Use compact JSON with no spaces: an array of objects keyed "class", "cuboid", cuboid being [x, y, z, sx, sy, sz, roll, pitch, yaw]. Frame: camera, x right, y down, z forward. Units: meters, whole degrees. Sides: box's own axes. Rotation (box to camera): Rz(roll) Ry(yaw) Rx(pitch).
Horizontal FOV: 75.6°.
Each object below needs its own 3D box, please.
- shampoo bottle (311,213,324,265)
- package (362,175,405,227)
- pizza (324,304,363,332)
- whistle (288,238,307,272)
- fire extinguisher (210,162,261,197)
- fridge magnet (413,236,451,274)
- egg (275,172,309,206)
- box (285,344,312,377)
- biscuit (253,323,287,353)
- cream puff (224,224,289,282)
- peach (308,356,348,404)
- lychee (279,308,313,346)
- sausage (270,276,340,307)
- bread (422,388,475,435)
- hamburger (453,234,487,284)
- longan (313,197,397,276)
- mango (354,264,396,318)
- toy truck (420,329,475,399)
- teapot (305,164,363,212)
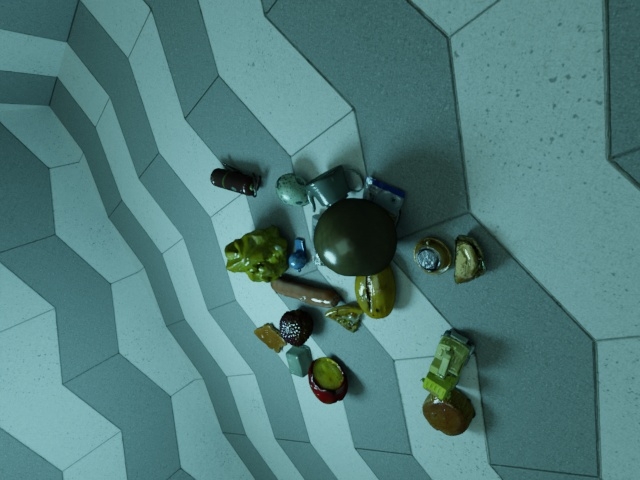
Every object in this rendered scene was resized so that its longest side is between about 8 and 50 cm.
[{"class":"shampoo bottle","cuboid":[0.000,0.000,1.801,0.086,0.056,0.227,21,124,32]},{"class":"package","cuboid":[0.226,-0.137,1.541,0.171,0.027,0.173,30,133,28]},{"class":"pizza","cuboid":[0.112,0.361,1.861,0.184,0.036,0.176,-2,123,17]},{"class":"whistle","cuboid":[-0.110,0.077,1.923,0.090,0.090,0.158,9,117,40]},{"class":"fire extinguisher","cuboid":[-0.396,-0.291,1.981,0.341,0.105,0.141,18,124,39]},{"class":"fridge magnet","cuboid":[0.394,0.058,1.461,0.143,0.063,0.143,17,119,35]},{"class":"egg","cuboid":[-0.111,-0.210,1.741,0.172,0.132,0.132,32,131,11]},{"class":"box","cuboid":[-0.116,0.650,2.217,0.124,0.093,0.172,2,112,42]},{"class":"biscuit","cuboid":[-0.286,0.554,2.365,0.280,0.043,0.183,4,110,47]},{"class":"cream puff","cuboid":[-0.307,0.092,1.986,0.323,0.270,0.274,-24,98,48]},{"class":"peach","cuboid":[0.033,0.686,2.033,0.190,0.196,0.226,-20,101,13]},{"class":"lychee","cuboid":[-0.122,0.438,2.048,0.188,0.188,0.188,21,124,34]},{"class":"sausage","cuboid":[-0.081,0.249,1.978,0.419,0.094,0.094,10,156,39]},{"class":"bread","cuboid":[0.507,0.688,1.653,0.199,0.104,0.199,20,124,32]},{"class":"hamburger","cuboid":[0.500,0.067,1.360,0.102,0.087,0.176,4,106,28]},{"class":"longan","cuboid":[0.121,-0.006,1.487,0.319,0.319,0.319,21,124,34]},{"class":"mango","cuboid":[0.214,0.179,1.648,0.177,0.120,0.295,5,114,41]},{"class":"toy truck","cuboid":[0.466,0.473,1.541,0.124,0.157,0.272,29,128,29]},{"class":"teapot","cuboid":[0.053,-0.193,1.597,0.239,0.162,0.149,-25,103,17]}]
